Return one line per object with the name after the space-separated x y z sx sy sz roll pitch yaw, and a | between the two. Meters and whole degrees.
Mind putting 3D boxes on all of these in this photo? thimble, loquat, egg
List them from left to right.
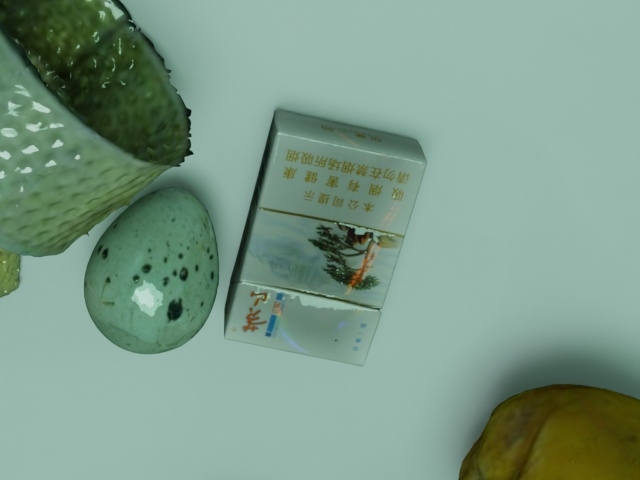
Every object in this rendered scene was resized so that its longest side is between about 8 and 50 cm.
-0.251 -0.133 1.083 0.150 0.271 0.271 -37 112 17 | thimble
-0.157 0.030 1.239 0.131 0.131 0.164 19 108 -11 | egg
0.280 0.273 1.315 0.284 0.276 0.276 -5 117 -19 | loquat

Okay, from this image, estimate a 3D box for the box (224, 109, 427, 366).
-0.001 0.001 1.268 0.149 0.067 0.233 12 115 -8 | box

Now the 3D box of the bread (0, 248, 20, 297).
-0.353 0.000 1.237 0.152 0.127 0.147 -5 117 -20 | bread
